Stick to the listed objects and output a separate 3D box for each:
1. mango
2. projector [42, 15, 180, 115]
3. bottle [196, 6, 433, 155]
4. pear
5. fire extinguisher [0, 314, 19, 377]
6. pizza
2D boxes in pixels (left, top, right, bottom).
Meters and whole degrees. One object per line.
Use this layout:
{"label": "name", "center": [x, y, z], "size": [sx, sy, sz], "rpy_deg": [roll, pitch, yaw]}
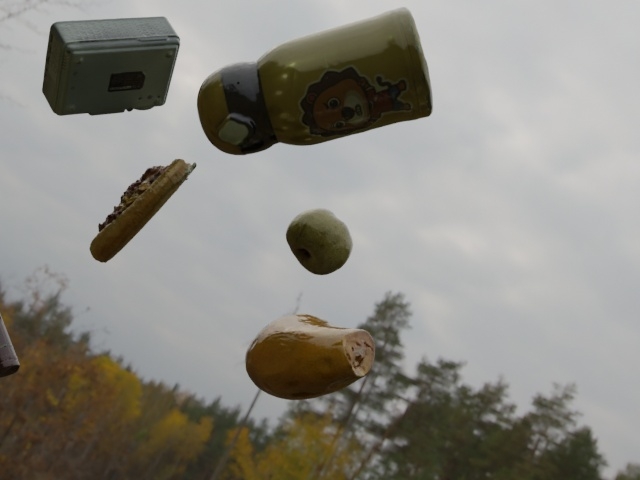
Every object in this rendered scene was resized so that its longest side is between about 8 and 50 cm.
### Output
{"label": "mango", "center": [-0.032, 0.208, 1.705], "size": [0.144, 0.187, 0.359], "rpy_deg": [69, -20, -5]}
{"label": "projector", "center": [-0.430, -0.355, 1.964], "size": [0.099, 0.257, 0.192], "rpy_deg": [57, -39, 29]}
{"label": "bottle", "center": [-0.014, -0.226, 1.449], "size": [0.351, 0.171, 0.171], "rpy_deg": [-16, -25, 4]}
{"label": "pear", "center": [0.000, 0.000, 2.291], "size": [0.167, 0.136, 0.167], "rpy_deg": [44, -21, 21]}
{"label": "fire extinguisher", "center": [-0.562, 0.159, 1.615], "size": [0.045, 0.078, 0.157], "rpy_deg": [5, 51, -56]}
{"label": "pizza", "center": [-0.377, -0.086, 2.010], "size": [0.081, 0.289, 0.229], "rpy_deg": [42, 13, -9]}
